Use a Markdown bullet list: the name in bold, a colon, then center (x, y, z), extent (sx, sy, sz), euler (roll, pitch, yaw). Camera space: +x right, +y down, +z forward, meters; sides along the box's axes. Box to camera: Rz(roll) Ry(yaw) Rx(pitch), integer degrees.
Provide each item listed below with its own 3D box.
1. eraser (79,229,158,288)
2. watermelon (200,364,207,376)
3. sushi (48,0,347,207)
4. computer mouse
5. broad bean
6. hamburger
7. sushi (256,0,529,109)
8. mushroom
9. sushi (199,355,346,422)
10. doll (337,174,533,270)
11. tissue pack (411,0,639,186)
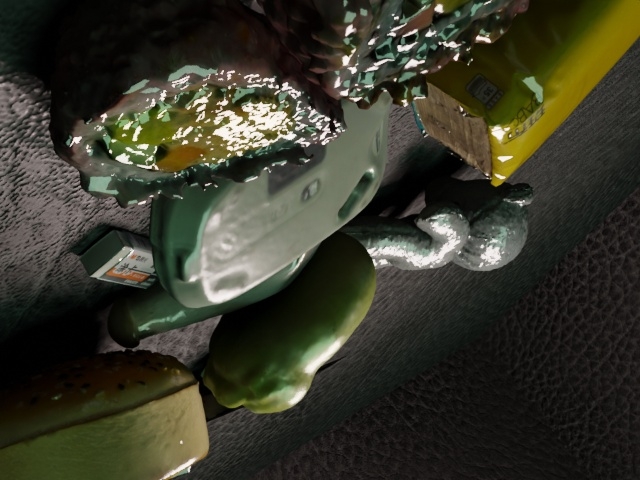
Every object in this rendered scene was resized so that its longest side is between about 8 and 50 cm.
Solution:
- **eraser**: center (-0.199, 0.021, 0.904), extent (0.052, 0.029, 0.122), euler (-39, 162, 9)
- **watermelon**: center (-0.111, 0.177, 1.419), extent (0.155, 0.080, 0.101), euler (-57, 168, 19)
- **sushi**: center (-0.078, -0.120, 0.619), extent (0.241, 0.108, 0.161), euler (-14, 157, -20)
- **computer mouse**: center (-0.038, -0.068, 0.817), extent (0.331, 0.095, 0.197), euler (-34, 140, -39)
- **broad bean**: center (-0.039, 0.095, 1.087), extent (0.238, 0.119, 0.291), euler (-24, -153, 37)
- **hamburger**: center (-0.276, 0.225, 0.997), extent (0.300, 0.176, 0.300), euler (-19, 171, -3)
- **sushi**: center (0.062, -0.229, 0.529), extent (0.270, 0.171, 0.236), euler (-35, 162, -10)
- **mushroom**: center (-0.122, 0.045, 1.003), extent (0.270, 0.103, 0.118), euler (-33, 164, 8)
- **sushi**: center (-0.142, 0.258, 1.544), extent (0.339, 0.069, 0.320), euler (-25, 174, 18)
- **doll**: center (0.163, -0.031, 1.317), extent (0.340, 0.158, 0.246), euler (-3, 161, -8)
- **tissue pack**: center (0.225, -0.205, 0.880), extent (0.271, 0.134, 0.192), euler (-48, 161, -2)
